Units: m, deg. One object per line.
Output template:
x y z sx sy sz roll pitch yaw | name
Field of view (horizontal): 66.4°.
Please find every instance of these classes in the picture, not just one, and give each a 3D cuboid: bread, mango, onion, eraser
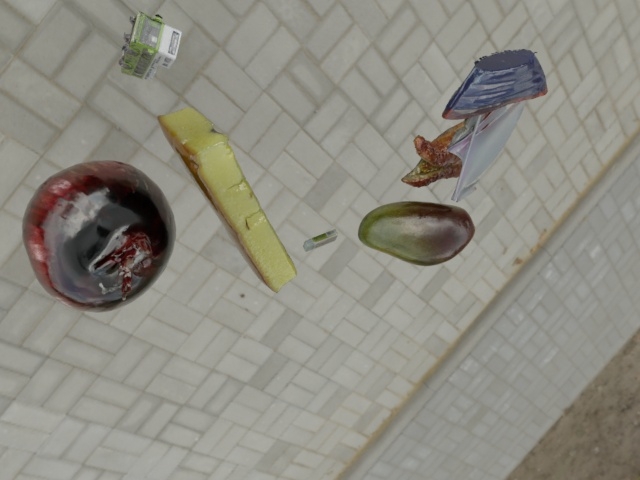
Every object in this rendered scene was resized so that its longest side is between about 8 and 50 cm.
-0.149 -0.061 0.857 0.077 0.138 0.361 -35 138 -10 | bread
0.206 -0.014 1.005 0.268 0.111 0.133 1 107 -21 | mango
0.294 -0.189 1.055 0.269 0.095 0.139 -27 141 -28 | bread
-0.357 0.002 0.847 0.273 0.285 0.273 -24 123 -43 | onion
0.000 0.000 1.171 0.083 0.019 0.038 -22 161 -21 | eraser

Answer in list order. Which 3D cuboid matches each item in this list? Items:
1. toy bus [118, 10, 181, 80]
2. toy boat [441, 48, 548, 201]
-0.523 -0.572 1.475 0.139 0.302 0.113 14 85 -28 | toy bus
0.315 -0.200 0.876 0.219 0.072 0.318 -36 144 -2 | toy boat
